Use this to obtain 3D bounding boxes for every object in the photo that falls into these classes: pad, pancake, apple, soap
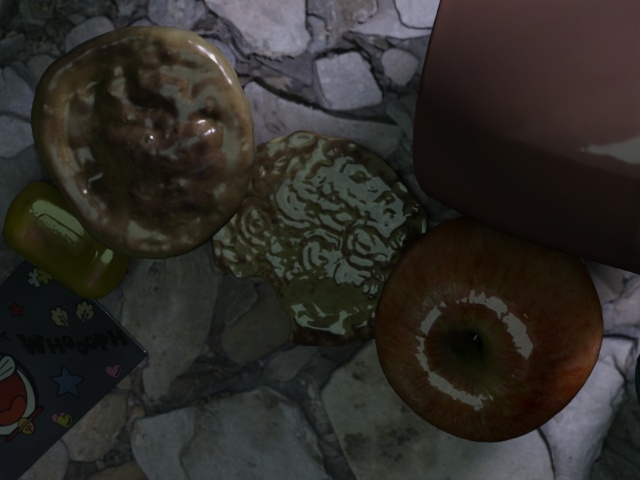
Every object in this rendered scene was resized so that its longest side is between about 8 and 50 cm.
[{"bbox_3d":[-0.326,0.140,1.454,0.245,0.006,0.170,-43,92,20],"label":"pad"},{"bbox_3d":[0.000,0.000,1.329,0.212,0.029,0.235,-36,95,18],"label":"pancake"},{"bbox_3d":[0.156,0.079,1.232,0.211,0.188,0.211,3,103,14],"label":"apple"},{"bbox_3d":[-0.178,-0.095,1.295,0.242,0.050,0.241,3,107,8],"label":"pancake"},{"bbox_3d":[-0.263,0.000,1.380,0.140,0.045,0.089,34,112,1],"label":"soap"}]

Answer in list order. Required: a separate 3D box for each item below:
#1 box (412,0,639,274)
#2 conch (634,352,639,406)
[{"bbox_3d":[0.212,-0.127,1.116,0.216,0.301,0.300,11,107,17],"label":"box"},{"bbox_3d":[0.406,0.141,1.218,0.196,0.134,0.202,40,110,-1],"label":"conch"}]
